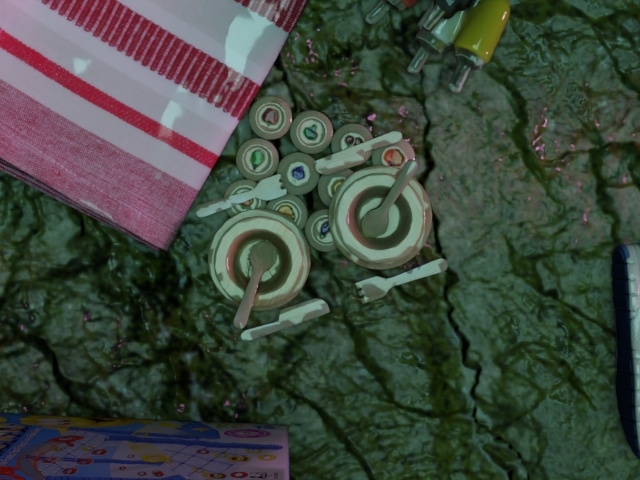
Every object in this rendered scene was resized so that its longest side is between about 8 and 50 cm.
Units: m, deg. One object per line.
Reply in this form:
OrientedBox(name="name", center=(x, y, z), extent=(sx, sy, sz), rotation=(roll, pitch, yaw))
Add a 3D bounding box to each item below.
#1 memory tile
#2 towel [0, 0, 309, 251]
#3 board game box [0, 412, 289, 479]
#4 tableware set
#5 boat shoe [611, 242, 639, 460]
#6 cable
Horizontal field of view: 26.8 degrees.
OrientedBox(name="memory tile", center=(-0.001, -0.051, 1.137), extent=(0.148, 0.012, 0.113), rotation=(18, 93, -3))
OrientedBox(name="towel", center=(-0.143, -0.181, 1.078), extent=(0.237, 0.037, 0.329), rotation=(29, 92, -25))
OrientedBox(name="board game box", center=(-0.175, 0.199, 1.001), extent=(0.301, 0.308, 0.086), rotation=(3, 92, -2))
OrientedBox(name="tableware set", center=(0.000, 0.000, 1.114), extent=(0.194, 0.039, 0.128), rotation=(-20, 94, 0))
OrientedBox(name="boat shoe", center=(0.285, 0.093, 1.125), extent=(0.066, 0.066, 0.183), rotation=(-3, 93, -2))
OrientedBox(name="cable", center=(0.151, -0.266, 1.115), extent=(0.139, 0.072, 0.287), rotation=(41, 85, 10))
